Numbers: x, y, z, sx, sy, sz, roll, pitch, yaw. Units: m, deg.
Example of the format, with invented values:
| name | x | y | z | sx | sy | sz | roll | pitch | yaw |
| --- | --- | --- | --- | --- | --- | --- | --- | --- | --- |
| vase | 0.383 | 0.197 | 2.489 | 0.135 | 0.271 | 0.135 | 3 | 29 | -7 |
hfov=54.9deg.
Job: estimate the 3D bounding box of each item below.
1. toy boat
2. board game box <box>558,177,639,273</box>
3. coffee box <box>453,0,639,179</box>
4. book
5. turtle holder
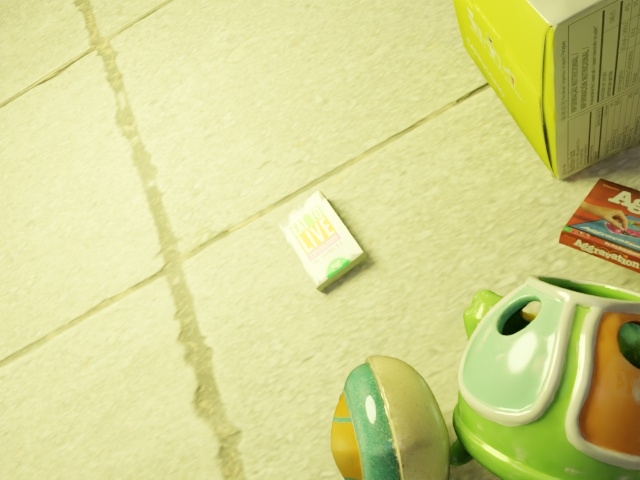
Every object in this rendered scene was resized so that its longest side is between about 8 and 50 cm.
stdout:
| name | x | y | z | sx | sy | sz | roll | pitch | yaw |
| --- | --- | --- | --- | --- | --- | --- | --- | --- | --- |
| toy boat | 0.074 | 0.294 | 0.707 | 0.148 | 0.267 | 0.318 | -9 | 74 | -3 |
| board game box | 0.470 | 0.008 | 0.785 | 0.281 | 0.027 | 0.145 | 25 | 47 | 29 |
| coffee box | 0.386 | -0.356 | 0.848 | 0.335 | 0.338 | 0.337 | -27 | 59 | 8 |
| book | 0.000 | 0.000 | 1.008 | 0.096 | 0.035 | 0.144 | -37 | 59 | 5 |
| turtle holder | 0.277 | 0.157 | 0.691 | 0.244 | 0.320 | 0.227 | 8 | 97 | 14 |
